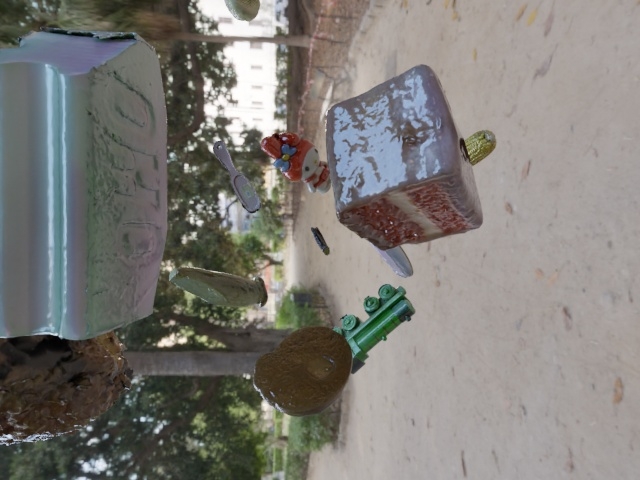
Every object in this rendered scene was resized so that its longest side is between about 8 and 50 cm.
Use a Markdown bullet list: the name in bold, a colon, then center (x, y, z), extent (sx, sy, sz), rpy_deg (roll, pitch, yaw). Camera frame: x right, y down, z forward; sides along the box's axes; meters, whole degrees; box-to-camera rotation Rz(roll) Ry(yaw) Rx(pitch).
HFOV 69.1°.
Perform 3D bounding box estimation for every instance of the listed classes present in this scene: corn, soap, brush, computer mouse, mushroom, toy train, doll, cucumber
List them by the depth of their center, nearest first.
- **soap**: center (-0.348, -0.097, 0.703), extent (0.261, 0.156, 0.445), rpy_deg (-5, -86, -84)
- **toy train**: center (0.130, 0.219, 1.177), extent (0.085, 0.251, 0.119), rpy_deg (44, -173, -42)
- **corn**: center (0.372, -0.217, 1.195), extent (0.206, 0.068, 0.067), rpy_deg (142, 133, -60)
- **mushroom**: center (-0.297, 0.147, 1.415), extent (0.087, 0.333, 0.107), rpy_deg (-37, 57, 31)
- **computer mouse**: center (0.204, 0.016, 1.451), extent (0.056, 0.245, 0.126), rpy_deg (-44, 7, -8)
- **doll**: center (-0.075, -0.276, 1.604), extent (0.130, 0.290, 0.161), rpy_deg (-6, 52, 55)
- **brush**: center (-0.313, -0.237, 1.743), extent (0.312, 0.072, 0.067), rpy_deg (58, -176, 6)
- **cucumber**: center (0.000, 0.001, 1.781), extent (0.134, 0.033, 0.034), rpy_deg (60, 148, 36)

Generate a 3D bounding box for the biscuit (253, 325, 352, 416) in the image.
- **biscuit**: center (-0.028, 0.272, 0.967), extent (0.181, 0.208, 0.049), rpy_deg (34, 148, 33)

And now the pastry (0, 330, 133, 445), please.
- **pastry**: center (-0.631, 0.264, 0.982), extent (0.337, 0.406, 0.292), rpy_deg (84, 177, -55)

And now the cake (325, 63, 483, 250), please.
- **cake**: center (0.166, -0.133, 0.892), extent (0.309, 0.237, 0.229), rpy_deg (34, -132, -56)

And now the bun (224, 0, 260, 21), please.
- **bun**: center (-0.233, -0.686, 1.345), extent (0.069, 0.115, 0.115), rpy_deg (-28, 54, 48)
